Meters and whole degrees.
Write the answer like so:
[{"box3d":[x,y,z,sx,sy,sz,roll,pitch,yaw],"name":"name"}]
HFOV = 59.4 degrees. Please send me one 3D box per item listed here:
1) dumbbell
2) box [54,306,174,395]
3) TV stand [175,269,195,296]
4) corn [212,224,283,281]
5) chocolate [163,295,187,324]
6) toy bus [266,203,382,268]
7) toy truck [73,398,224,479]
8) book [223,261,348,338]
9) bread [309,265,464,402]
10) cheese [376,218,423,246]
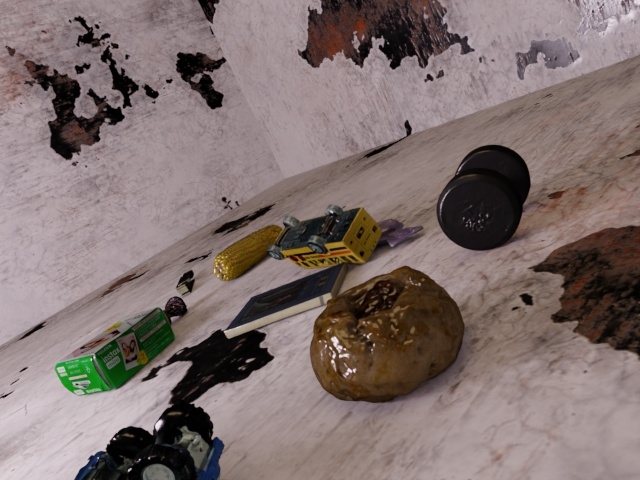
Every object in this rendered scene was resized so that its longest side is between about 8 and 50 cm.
[{"box3d":[0.325,-0.088,1.102,0.152,0.152,0.218,-18,15,31],"name":"dumbbell"},{"box3d":[-0.501,0.272,1.390,0.180,0.103,0.250,-17,16,32],"name":"box"},{"box3d":[-0.472,0.146,1.975,0.036,0.042,0.249,-29,13,-3],"name":"TV stand"},{"box3d":[-0.239,0.037,1.826,0.101,0.101,0.310,-14,19,44],"name":"corn"},{"box3d":[-0.445,0.222,1.597,0.070,0.072,0.147,22,40,14],"name":"chocolate"},{"box3d":[0.000,0.000,1.421,0.335,0.123,0.121,-10,45,54],"name":"toy bus"},{"box3d":[-0.216,0.298,0.676,0.208,0.126,0.113,-27,13,13],"name":"toy truck"},{"box3d":[-0.073,0.133,1.282,0.269,0.025,0.191,-22,13,19],"name":"book"},{"box3d":[0.087,0.125,0.789,0.230,0.123,0.230,-25,10,5],"name":"bread"},{"box3d":[0.167,-0.018,1.376,0.105,0.042,0.191,-30,14,-15],"name":"cheese"}]
